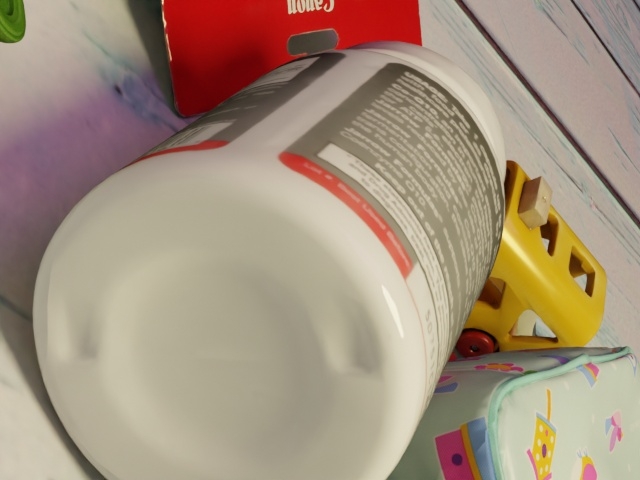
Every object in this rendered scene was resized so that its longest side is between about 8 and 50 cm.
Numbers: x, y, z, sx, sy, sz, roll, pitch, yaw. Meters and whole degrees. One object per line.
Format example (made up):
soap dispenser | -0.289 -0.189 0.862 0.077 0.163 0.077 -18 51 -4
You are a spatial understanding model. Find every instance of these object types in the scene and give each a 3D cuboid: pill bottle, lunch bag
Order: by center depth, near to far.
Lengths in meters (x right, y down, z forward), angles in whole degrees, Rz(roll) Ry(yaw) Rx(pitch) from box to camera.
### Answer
pill bottle | 0.000 0.000 0.593 0.161 0.161 0.283 61 25 -9
lunch bag | 0.115 0.176 0.696 0.279 0.108 0.224 -2 85 -60

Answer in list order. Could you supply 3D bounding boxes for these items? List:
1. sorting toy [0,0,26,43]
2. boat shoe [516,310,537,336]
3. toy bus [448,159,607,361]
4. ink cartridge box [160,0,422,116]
sorting toy | -0.161 -0.100 0.525 0.102 0.042 0.061 -90 162 -63
boat shoe | 0.142 0.078 0.940 0.043 0.049 0.137 101 -12 -48
toy bus | 0.114 -0.005 0.855 0.202 0.104 0.191 0 70 -53
ink cartridge box | 0.036 -0.227 0.749 0.309 0.130 0.272 -24 113 -54
